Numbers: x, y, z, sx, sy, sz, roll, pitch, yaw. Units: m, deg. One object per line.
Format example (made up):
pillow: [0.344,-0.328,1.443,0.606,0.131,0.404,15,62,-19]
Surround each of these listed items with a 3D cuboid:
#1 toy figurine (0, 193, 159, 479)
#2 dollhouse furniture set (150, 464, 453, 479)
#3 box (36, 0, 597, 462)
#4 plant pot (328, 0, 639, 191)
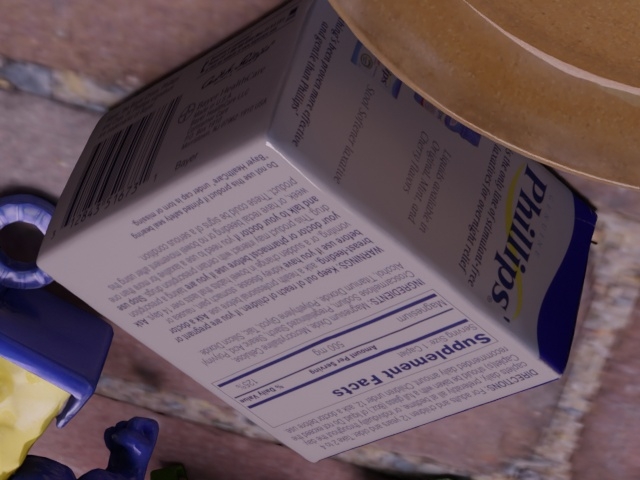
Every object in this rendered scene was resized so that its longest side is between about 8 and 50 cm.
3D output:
toy figurine: [-0.138,0.094,0.720,0.363,0.191,0.217,30,99,-7]
dollhouse furniture set: [0.000,0.129,0.849,0.152,0.058,0.076,-10,132,6]
box: [0.000,0.000,0.632,0.137,0.072,0.126,39,140,-25]
plant pot: [0.104,-0.096,0.492,0.236,0.032,0.236,11,145,8]
